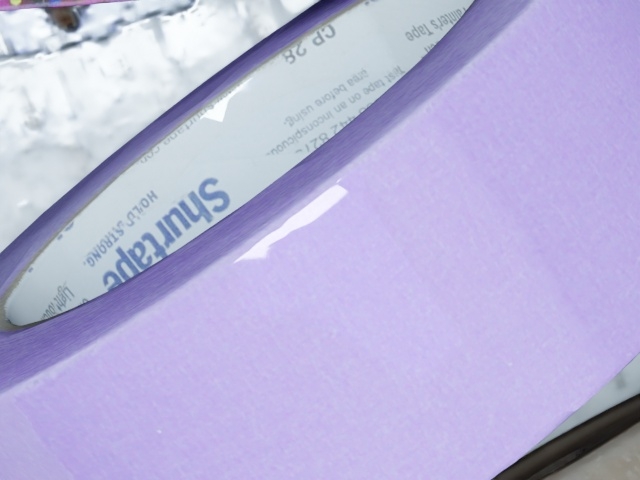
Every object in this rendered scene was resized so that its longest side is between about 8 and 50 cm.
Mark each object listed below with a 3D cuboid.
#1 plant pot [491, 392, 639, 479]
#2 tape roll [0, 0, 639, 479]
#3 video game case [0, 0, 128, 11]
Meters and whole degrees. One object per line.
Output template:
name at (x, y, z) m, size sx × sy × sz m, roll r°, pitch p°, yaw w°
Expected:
plant pot at (0.135, 0.179, 0.703) m, size 0.263 × 0.263 × 0.229 m, roll -31°, pitch 86°, yaw 2°
tape roll at (0.000, 0.000, 0.613) m, size 0.275 × 0.275 × 0.090 m, roll -36°, pitch 104°, yaw 3°
video game case at (-0.092, -0.176, 0.603) m, size 0.232 × 0.042 × 0.210 m, roll -8°, pitch 108°, yaw -18°
